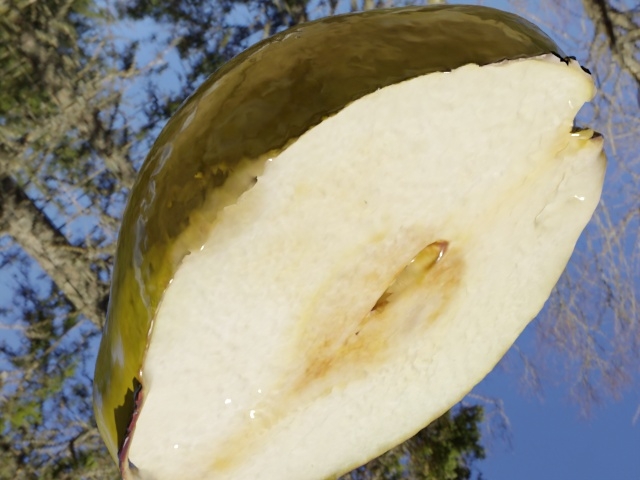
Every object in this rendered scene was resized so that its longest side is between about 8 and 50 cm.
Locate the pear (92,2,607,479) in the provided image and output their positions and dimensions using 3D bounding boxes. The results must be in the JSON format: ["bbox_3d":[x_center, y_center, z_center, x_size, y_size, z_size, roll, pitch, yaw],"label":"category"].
[{"bbox_3d":[0.000,0.000,0.565,0.386,0.340,0.191,-41,-131,1],"label":"pear"}]
